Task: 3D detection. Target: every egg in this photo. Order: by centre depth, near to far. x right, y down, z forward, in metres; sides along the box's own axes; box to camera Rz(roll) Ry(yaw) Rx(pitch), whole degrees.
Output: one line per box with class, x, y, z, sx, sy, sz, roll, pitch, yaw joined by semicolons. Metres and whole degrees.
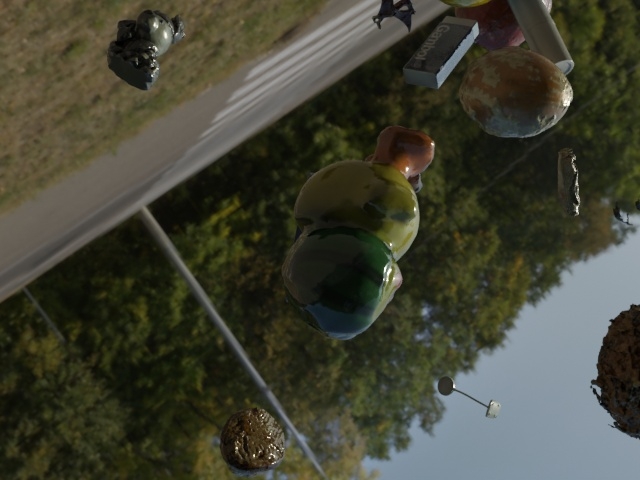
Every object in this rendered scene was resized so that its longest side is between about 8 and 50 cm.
egg;0.427;-0.325;1.822;0.245;0.203;0.203;14;-146;27

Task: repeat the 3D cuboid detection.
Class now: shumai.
shumai;-0.138;0.379;1.529;0.105;0.123;0.139;-32;168;14

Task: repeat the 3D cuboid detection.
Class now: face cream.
face cream;0.524;-0.504;1.990;0.077;0.250;0.077;-14;156;-6

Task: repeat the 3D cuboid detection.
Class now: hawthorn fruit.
hawthorn fruit;0.495;-0.640;2.257;0.258;0.258;0.261;-101;-153;-83

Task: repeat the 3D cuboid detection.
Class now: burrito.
burrito;0.549;-0.130;1.839;0.041;0.149;0.055;-11;-161;-6

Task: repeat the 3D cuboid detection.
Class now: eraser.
eraser;0.285;-0.446;1.956;0.092;0.046;0.212;18;-122;32

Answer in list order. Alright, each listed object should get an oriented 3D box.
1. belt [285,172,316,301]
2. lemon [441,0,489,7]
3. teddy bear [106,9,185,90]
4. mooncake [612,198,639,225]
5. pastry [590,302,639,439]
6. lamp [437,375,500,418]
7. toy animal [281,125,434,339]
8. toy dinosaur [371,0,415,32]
belt;0.000;0.000;2.014;0.212;0.117;0.346;91;8;-60
lemon;0.239;-0.466;1.336;0.173;0.173;0.206;-36;-173;-9
teddy bear;-0.473;-0.525;2.172;0.144;0.171;0.250;81;22;-62
mooncake;0.758;0.016;1.693;0.057;0.150;0.347;-27;-150;-23
pastry;0.633;0.249;1.568;0.193;0.274;0.275;13;-142;36
lamp;0.363;0.390;2.086;0.198;0.056;0.050;19;-92;48
toy animal;0.046;-0.014;1.275;0.216;0.191;0.338;113;-1;-67
toy dinosaur;0.168;-0.538;1.920;0.108;0.032;0.220;-29;154;14
